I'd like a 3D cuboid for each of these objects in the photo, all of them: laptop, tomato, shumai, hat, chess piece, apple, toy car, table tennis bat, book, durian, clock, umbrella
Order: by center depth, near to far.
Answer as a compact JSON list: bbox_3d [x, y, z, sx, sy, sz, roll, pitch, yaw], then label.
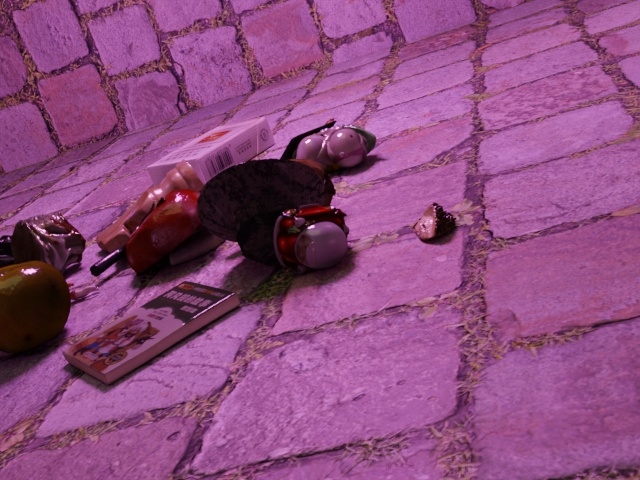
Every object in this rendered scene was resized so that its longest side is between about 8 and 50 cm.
[{"bbox_3d":[-0.292,0.150,1.540,0.264,0.027,0.202,-31,20,-28],"label":"book"},{"bbox_3d":[0.197,-0.029,1.541,0.066,0.052,0.130,-58,12,10],"label":"durian"},{"bbox_3d":[0.000,0.000,1.562,0.139,0.112,0.112,-19,31,-26],"label":"toy car"},{"bbox_3d":[-0.095,-0.029,1.654,0.265,0.266,0.128,-20,53,2],"label":"hat"},{"bbox_3d":[-0.573,0.126,1.702,0.196,0.157,0.196,-18,18,6],"label":"apple"},{"bbox_3d":[-0.332,-0.033,1.898,0.228,0.101,0.228,-43,12,11],"label":"tomato"},{"bbox_3d":[-0.430,0.012,2.023,0.150,0.027,0.236,-36,4,43],"label":"table tennis bat"},{"bbox_3d":[0.030,-0.216,2.132,0.230,0.103,0.144,-13,21,28],"label":"clock"},{"bbox_3d":[-0.642,0.022,2.133,0.141,0.184,0.184,-4,3,-43],"label":"shumai"},{"bbox_3d":[-0.413,-0.067,2.185,0.300,0.137,0.137,-35,20,-4],"label":"chess piece"},{"bbox_3d":[-0.853,0.081,2.218,0.340,0.118,0.118,-22,18,-3],"label":"umbrella"},{"bbox_3d":[-0.037,-0.240,2.277,0.135,0.016,0.197,-25,-8,-20],"label":"laptop"}]

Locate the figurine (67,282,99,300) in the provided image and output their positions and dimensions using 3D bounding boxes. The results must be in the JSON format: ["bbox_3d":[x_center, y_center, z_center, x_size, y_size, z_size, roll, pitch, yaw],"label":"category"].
[{"bbox_3d":[-0.521,0.109,1.885,0.109,0.047,0.064,-14,-11,0],"label":"figurine"}]

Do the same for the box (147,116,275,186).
[{"bbox_3d":[-0.314,-0.251,2.612,0.210,0.095,0.330,-5,25,39],"label":"box"}]

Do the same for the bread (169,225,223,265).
[{"bbox_3d":[-0.256,-0.007,1.942,0.112,0.036,0.193,-15,19,12],"label":"bread"}]

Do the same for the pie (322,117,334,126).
[{"bbox_3d":[-0.003,-0.284,2.478,0.088,0.033,0.191,-31,15,21],"label":"pie"}]

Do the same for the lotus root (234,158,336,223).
[{"bbox_3d":[-0.099,-0.082,1.817,0.260,0.145,0.128,-18,-4,3],"label":"lotus root"}]
